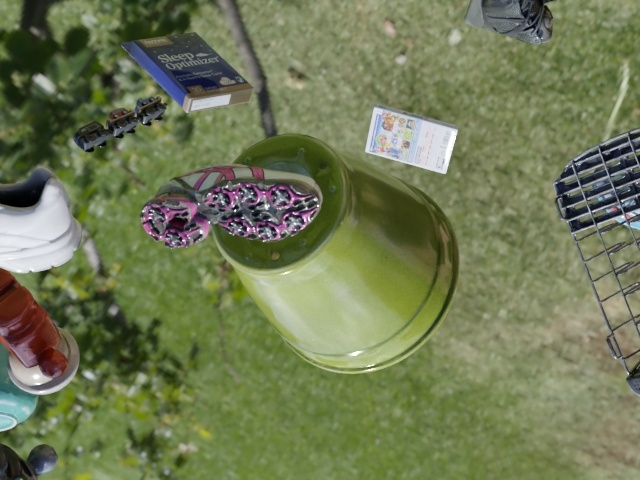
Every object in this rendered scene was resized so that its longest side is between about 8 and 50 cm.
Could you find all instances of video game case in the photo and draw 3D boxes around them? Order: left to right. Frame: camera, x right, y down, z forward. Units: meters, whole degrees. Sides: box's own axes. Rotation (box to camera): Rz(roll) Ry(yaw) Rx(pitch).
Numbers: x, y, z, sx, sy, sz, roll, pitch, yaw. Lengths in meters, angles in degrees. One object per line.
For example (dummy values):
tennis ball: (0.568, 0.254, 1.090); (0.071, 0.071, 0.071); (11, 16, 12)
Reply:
video game case: (0.129, -0.145, 1.668); (0.122, 0.011, 0.087); (16, 137, 5)

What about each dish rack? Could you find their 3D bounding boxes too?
dish rack: (0.348, 0.020, 1.142); (0.208, 0.074, 0.271); (-23, 88, 49)

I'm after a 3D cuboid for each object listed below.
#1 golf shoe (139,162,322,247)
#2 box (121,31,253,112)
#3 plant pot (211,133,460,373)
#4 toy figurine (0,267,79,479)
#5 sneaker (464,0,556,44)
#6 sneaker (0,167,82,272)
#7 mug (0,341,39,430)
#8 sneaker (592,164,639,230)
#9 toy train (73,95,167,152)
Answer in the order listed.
golf shoe: (-0.074, -0.045, 1.044); (0.186, 0.086, 0.067); (-3, 129, 33)
box: (-0.237, -0.307, 2.045); (0.225, 0.136, 0.036); (44, 133, 32)
plant pot: (0.000, 0.000, 1.929); (0.366, 0.366, 0.353); (13, 166, 29)
toy figurine: (-0.298, 0.137, 0.898); (0.213, 0.209, 0.148); (-4, 150, 2)
sneaker: (0.283, -0.350, 1.659); (0.130, 0.087, 0.227); (19, 168, 5)
sneaker: (-0.436, -0.012, 1.388); (0.111, 0.297, 0.129); (51, 151, 38)
mug: (-0.432, 0.197, 1.522); (0.129, 0.097, 0.158); (0, 152, -12)
sneaker: (0.592, -0.070, 1.989); (0.262, 0.104, 0.125); (31, 138, 7)
toy train: (-0.256, -0.152, 1.501); (0.036, 0.158, 0.027); (36, 130, 19)
